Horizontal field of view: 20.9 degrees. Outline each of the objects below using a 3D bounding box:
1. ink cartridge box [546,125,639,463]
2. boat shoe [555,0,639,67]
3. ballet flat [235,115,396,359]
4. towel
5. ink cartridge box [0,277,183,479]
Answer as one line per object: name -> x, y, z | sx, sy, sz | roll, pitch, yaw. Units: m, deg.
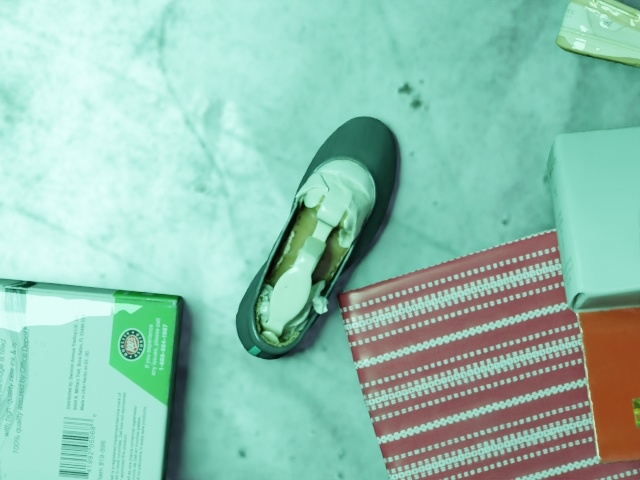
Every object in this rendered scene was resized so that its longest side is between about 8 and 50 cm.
ink cartridge box -> 0.319, 0.028, 1.266 | 0.275, 0.060, 0.239 | -5, 71, -3
boat shoe -> 0.265, -0.154, 1.299 | 0.170, 0.063, 0.059 | 12, 98, 0
ballet flat -> 0.000, 0.000, 1.298 | 0.074, 0.074, 0.203 | 29, 91, -1
towel -> 0.143, 0.144, 1.324 | 0.199, 0.031, 0.275 | -17, 90, 2
ink cartridge box -> -0.214, 0.106, 1.290 | 0.208, 0.087, 0.153 | 6, 92, -2
